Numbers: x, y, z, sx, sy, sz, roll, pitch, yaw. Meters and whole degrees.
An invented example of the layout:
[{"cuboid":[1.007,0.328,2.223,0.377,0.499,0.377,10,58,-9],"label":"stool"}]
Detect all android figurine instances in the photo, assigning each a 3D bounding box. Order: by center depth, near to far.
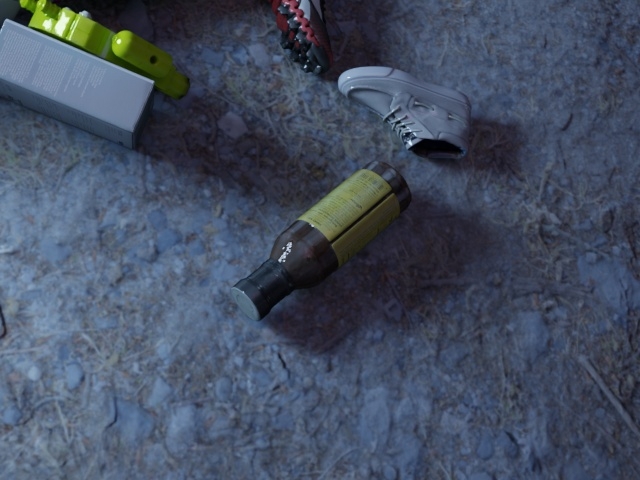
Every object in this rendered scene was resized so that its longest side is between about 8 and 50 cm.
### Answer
[{"cuboid":[-0.339,-0.303,1.429,0.273,0.248,0.056,27,88,-42],"label":"android figurine"}]

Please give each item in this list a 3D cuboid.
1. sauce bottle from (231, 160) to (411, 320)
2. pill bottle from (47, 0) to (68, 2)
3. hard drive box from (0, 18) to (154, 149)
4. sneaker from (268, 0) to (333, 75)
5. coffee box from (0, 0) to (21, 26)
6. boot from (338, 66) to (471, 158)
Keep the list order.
[{"cuboid":[0.000,0.000,1.506,0.344,0.111,0.111,-38,86,-25],"label":"sauce bottle"},{"cuboid":[-0.341,-0.492,1.533,0.283,0.160,0.160,-13,77,-23],"label":"pill bottle"},{"cuboid":[-0.382,-0.234,1.419,0.232,0.181,0.089,23,83,-10],"label":"hard drive box"},{"cuboid":[-0.030,-0.430,1.645,0.135,0.097,0.276,-23,79,-20],"label":"sneaker"},{"cuboid":[-0.556,-0.506,1.432,0.119,0.168,0.297,-6,62,-48],"label":"coffee box"},{"cuboid":[0.154,-0.223,1.634,0.258,0.095,0.123,10,63,-15],"label":"boot"}]
